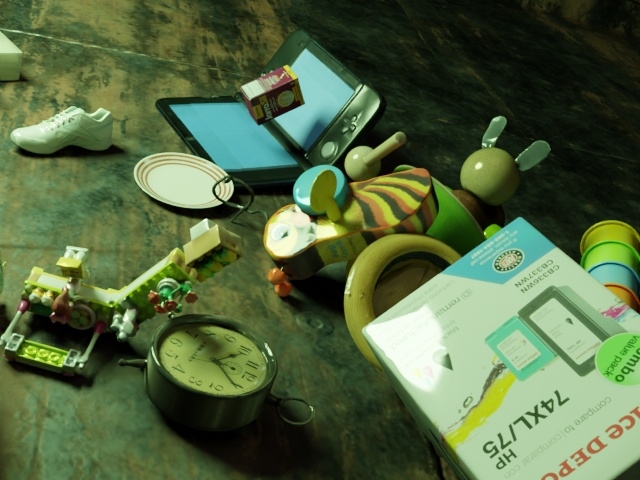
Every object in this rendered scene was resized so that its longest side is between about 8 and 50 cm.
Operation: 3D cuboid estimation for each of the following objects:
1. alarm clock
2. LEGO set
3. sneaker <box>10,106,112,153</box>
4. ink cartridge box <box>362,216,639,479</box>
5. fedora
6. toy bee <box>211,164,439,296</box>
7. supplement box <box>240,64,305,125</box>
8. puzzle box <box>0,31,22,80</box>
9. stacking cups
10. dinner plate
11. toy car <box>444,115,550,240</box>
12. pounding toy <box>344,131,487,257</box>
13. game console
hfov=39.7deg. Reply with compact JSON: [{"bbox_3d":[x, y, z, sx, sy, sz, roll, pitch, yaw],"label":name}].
[{"bbox_3d":[-0.095,0.142,0.890,0.192,0.064,0.129,21,29,11],"label":"alarm clock"},{"bbox_3d":[-0.217,0.063,0.885,0.287,0.132,0.107,-2,34,8],"label":"LEGO set"},{"bbox_3d":[-0.364,-0.160,1.256,0.152,0.061,0.054,-12,43,-41],"label":"sneaker"},{"bbox_3d":[0.210,0.159,0.814,0.198,0.197,0.270,-35,42,-5],"label":"ink cartridge box"},{"bbox_3d":[0.107,0.087,1.054,0.194,0.079,0.194,8,62,-15],"label":"fedora"},{"bbox_3d":[0.000,0.000,1.130,0.195,0.298,0.162,40,46,-36],"label":"toy bee"},{"bbox_3d":[-0.073,-0.223,1.360,0.083,0.055,0.043,-27,47,-8],"label":"supplement box"},{"bbox_3d":[-0.694,-0.362,1.417,0.272,0.052,0.409,-12,41,-42],"label":"puzzle box"},{"bbox_3d":[0.425,0.081,1.274,0.096,0.096,0.316,21,31,4],"label":"stacking cups"},{"bbox_3d":[-0.194,-0.081,1.258,0.141,0.017,0.141,12,33,-8],"label":"dinner plate"},{"bbox_3d":[0.256,-0.086,1.334,0.155,0.188,0.149,36,14,24],"label":"toy car"},{"bbox_3d":[0.116,-0.022,1.232,0.237,0.110,0.183,49,-13,-11],"label":"pounding toy"},{"bbox_3d":[-0.085,-0.219,1.418,0.173,0.250,0.293,28,15,-47],"label":"game console"}]
